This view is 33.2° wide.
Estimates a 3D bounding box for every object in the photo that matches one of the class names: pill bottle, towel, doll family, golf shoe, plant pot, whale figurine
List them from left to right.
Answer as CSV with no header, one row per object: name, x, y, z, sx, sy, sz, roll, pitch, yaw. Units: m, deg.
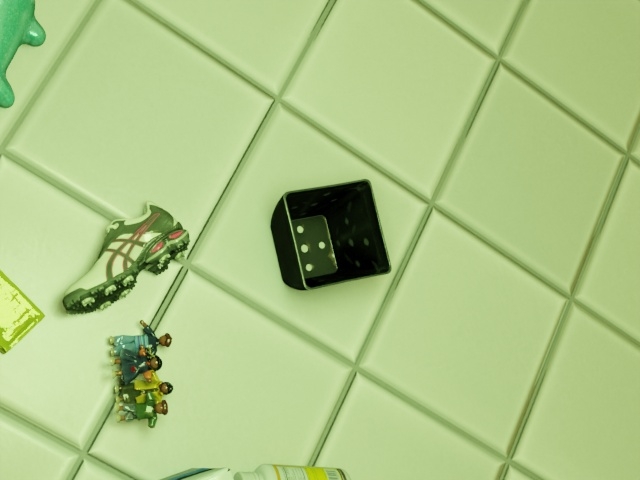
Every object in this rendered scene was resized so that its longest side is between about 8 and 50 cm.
towel,-0.596,0.080,1.868,0.237,0.021,0.102,48,66,-9
whale figurine,-0.590,-0.374,1.895,0.216,0.141,0.272,3,79,-25
golf shoe,-0.368,0.035,1.952,0.273,0.105,0.120,-35,79,-32
doll family,-0.317,0.239,1.933,0.111,0.076,0.193,-7,87,-6
pill bottle,-0.055,0.474,1.983,0.215,0.117,0.117,9,76,-23
plant pot,0.000,0.000,2.077,0.187,0.167,0.188,-11,85,-26

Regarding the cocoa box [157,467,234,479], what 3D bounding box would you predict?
cocoa box,-0.236,0.584,1.816,0.231,0.228,0.347,-16,87,-26
